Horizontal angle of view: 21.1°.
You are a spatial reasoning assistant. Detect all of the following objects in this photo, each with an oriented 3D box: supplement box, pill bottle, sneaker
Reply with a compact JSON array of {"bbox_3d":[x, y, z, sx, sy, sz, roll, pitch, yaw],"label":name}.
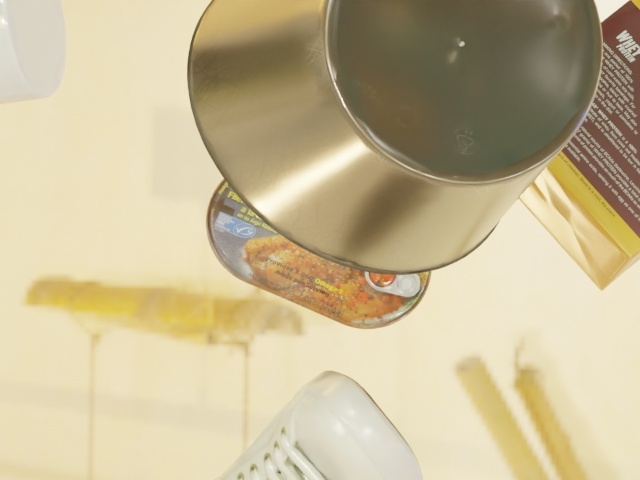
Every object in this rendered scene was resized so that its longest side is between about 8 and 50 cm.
[{"bbox_3d":[0.290,-0.095,1.647,0.194,0.191,0.129,-39,170,-12],"label":"supplement box"},{"bbox_3d":[-0.383,-0.176,1.545,0.283,0.161,0.161,-6,179,14],"label":"pill bottle"},{"bbox_3d":[-0.016,0.177,1.154,0.123,0.106,0.290,-38,171,-21],"label":"sneaker"}]

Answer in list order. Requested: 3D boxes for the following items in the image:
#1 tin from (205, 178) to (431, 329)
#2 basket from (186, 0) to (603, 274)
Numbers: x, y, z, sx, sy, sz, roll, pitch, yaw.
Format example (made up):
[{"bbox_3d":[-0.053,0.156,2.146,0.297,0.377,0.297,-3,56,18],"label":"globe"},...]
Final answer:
[{"bbox_3d":[0.000,0.000,1.401,0.189,0.106,0.040,24,-165,0],"label":"tin"},{"bbox_3d":[0.039,-0.078,0.854,0.204,0.154,0.227,39,169,-5],"label":"basket"}]
